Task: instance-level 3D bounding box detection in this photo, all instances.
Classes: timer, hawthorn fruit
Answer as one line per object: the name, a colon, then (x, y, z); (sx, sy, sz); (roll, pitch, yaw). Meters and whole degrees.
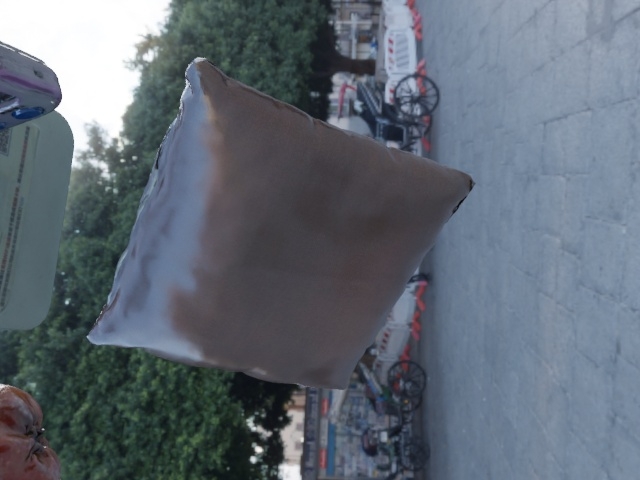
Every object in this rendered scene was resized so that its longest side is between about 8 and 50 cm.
timer: (-0.429, -0.174, 0.667); (0.191, 0.209, 0.069); (-9, -95, -79)
hawthorn fruit: (-0.602, 0.395, 0.997); (0.284, 0.285, 0.284); (2, -90, -87)

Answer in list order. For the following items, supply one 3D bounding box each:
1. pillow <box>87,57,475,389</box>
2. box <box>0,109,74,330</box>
pillow: (-0.038, 0.020, 0.574); (0.307, 0.306, 0.108); (-62, 25, 21)
box: (-0.555, -0.069, 0.847); (0.396, 0.111, 0.395); (38, -127, -70)
